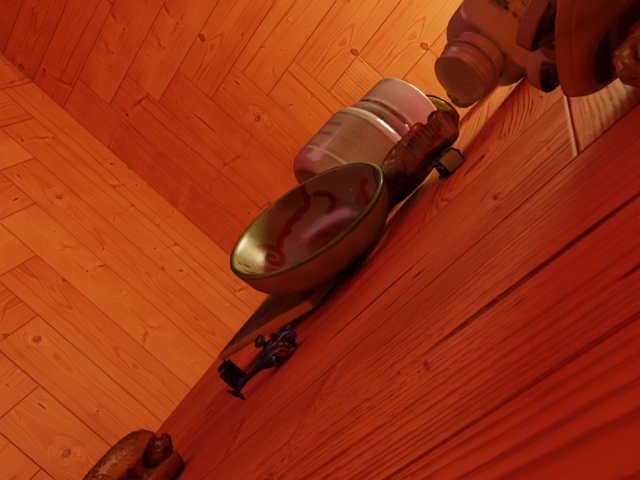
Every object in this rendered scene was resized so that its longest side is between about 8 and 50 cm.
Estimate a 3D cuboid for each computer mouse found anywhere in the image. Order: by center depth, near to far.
[{"bbox_3d":[0.248,-0.216,0.440,0.236,0.082,0.145,-44,-28,13],"label":"computer mouse"}]

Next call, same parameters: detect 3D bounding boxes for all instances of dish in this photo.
[{"bbox_3d":[0.000,0.000,1.080,0.324,0.124,0.324,-28,26,15],"label":"dish"}]

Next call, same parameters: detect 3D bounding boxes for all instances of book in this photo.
[{"bbox_3d":[-0.061,0.119,1.274,0.389,0.032,0.269,-36,10,45],"label":"book"}]

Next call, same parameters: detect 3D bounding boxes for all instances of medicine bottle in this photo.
[{"bbox_3d":[0.350,-0.404,1.085,0.324,0.179,0.124,-50,3,-15],"label":"medicine bottle"},{"bbox_3d":[0.113,-0.202,1.348,0.302,0.241,0.241,-49,2,-14],"label":"medicine bottle"}]

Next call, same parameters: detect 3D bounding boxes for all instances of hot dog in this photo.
[{"bbox_3d":[0.174,-0.151,1.095,0.144,0.075,0.268,-37,-11,-29],"label":"hot dog"}]

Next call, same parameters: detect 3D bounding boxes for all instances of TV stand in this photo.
[{"bbox_3d":[-0.198,0.292,1.292,0.040,0.049,0.256,-50,3,-14],"label":"TV stand"}]

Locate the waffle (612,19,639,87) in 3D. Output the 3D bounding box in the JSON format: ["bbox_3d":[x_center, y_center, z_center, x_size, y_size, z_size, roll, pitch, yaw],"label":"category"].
[{"bbox_3d":[0.240,-0.145,0.323,0.149,0.051,0.194,-47,-3,17],"label":"waffle"}]

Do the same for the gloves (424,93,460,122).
[{"bbox_3d":[0.234,-0.229,1.524,0.294,0.116,0.133,-55,-4,-6],"label":"gloves"}]

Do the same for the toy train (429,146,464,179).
[{"bbox_3d":[0.208,-0.130,0.957,0.053,0.033,0.083,-42,4,22],"label":"toy train"}]

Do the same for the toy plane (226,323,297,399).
[{"bbox_3d":[-0.091,0.196,0.934,0.167,0.054,0.062,-46,28,27],"label":"toy plane"}]

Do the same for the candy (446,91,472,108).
[{"bbox_3d":[0.401,-0.412,1.465,0.106,0.094,0.199,-43,5,-25],"label":"candy"}]

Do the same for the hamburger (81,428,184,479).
[{"bbox_3d":[-0.313,0.390,0.949,0.191,0.118,0.182,-44,5,-4],"label":"hamburger"}]
